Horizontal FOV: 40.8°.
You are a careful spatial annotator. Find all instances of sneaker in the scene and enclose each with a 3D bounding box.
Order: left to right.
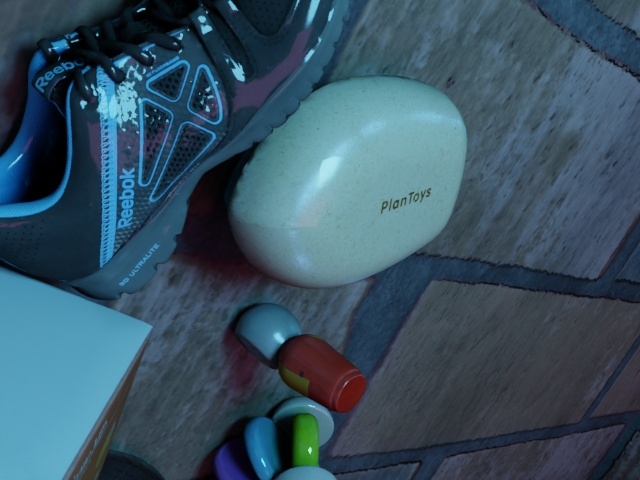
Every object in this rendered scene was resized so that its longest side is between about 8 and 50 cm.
[{"bbox_3d":[-0.105,-0.109,0.575,0.341,0.125,0.139,-55,142,7],"label":"sneaker"}]

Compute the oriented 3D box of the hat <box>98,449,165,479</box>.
[{"bbox_3d":[-0.256,0.352,0.829,0.331,0.134,0.331,-28,138,-28],"label":"hat"}]

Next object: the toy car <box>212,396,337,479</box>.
[{"bbox_3d":[-0.057,0.270,0.975,0.136,0.159,0.182,10,122,-9],"label":"toy car"}]

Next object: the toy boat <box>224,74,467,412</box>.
[{"bbox_3d":[0.000,0.000,0.789,0.267,0.148,0.318,-13,123,-46],"label":"toy boat"}]

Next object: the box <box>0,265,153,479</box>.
[{"bbox_3d":[-0.264,0.213,0.573,0.215,0.168,0.345,-78,-170,-70],"label":"box"}]
